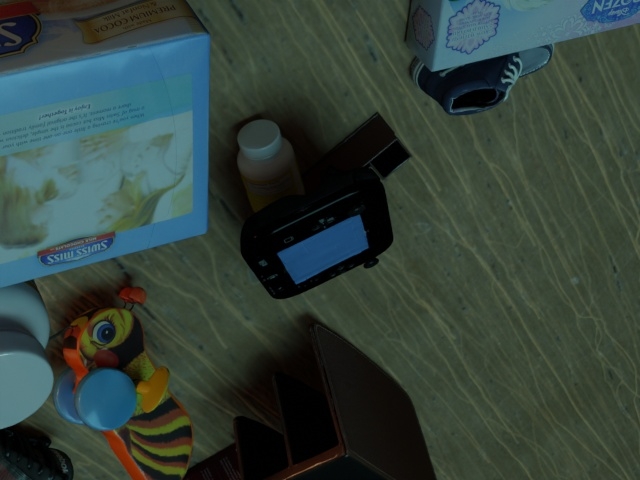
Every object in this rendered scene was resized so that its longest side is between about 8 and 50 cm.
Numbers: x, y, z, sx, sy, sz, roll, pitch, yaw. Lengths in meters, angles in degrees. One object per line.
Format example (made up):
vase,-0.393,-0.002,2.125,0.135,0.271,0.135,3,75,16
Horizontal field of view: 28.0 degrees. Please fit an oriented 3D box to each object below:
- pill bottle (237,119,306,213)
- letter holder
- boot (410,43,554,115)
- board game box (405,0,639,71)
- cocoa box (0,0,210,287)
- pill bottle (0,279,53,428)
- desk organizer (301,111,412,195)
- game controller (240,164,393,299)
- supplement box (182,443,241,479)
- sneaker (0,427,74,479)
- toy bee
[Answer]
pill bottle,-0.056,-0.077,1.429,0.065,0.065,0.116,-26,139,-10
letter holder,0.020,0.266,1.730,0.152,0.214,0.302,-27,144,17
boot,0.204,-0.188,1.481,0.190,0.086,0.069,-16,136,-21
board game box,0.258,-0.356,1.372,0.319,0.066,0.318,-16,136,-21
cocoa box,-0.292,-0.112,1.112,0.347,0.228,0.231,-16,136,-21
pill bottle,-0.341,0.061,1.232,0.136,0.245,0.136,-18,137,-18
desk organizer,0.038,-0.083,1.498,0.130,0.050,0.047,-39,139,5
game controller,0.000,0.000,1.457,0.166,0.067,0.319,-35,166,-3
supplement box,-0.161,0.384,1.752,0.239,0.130,0.073,-28,139,-7
sneaker,-0.370,0.267,1.525,0.135,0.097,0.276,-24,140,-12
toy bee,-0.229,0.140,1.453,0.162,0.195,0.298,-49,132,-21
